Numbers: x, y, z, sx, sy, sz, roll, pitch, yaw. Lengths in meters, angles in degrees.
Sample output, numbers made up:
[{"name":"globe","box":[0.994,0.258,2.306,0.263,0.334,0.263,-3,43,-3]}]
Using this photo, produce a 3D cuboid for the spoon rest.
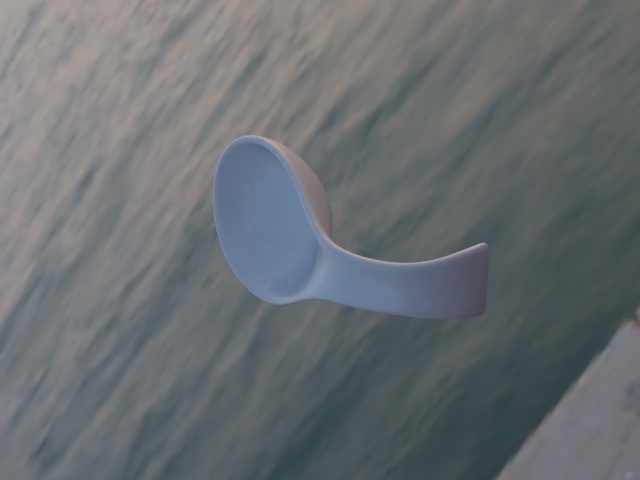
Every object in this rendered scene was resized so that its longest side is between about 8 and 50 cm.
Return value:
[{"name":"spoon rest","box":[0.000,0.000,1.017,0.276,0.084,0.137,19,116,44]}]
